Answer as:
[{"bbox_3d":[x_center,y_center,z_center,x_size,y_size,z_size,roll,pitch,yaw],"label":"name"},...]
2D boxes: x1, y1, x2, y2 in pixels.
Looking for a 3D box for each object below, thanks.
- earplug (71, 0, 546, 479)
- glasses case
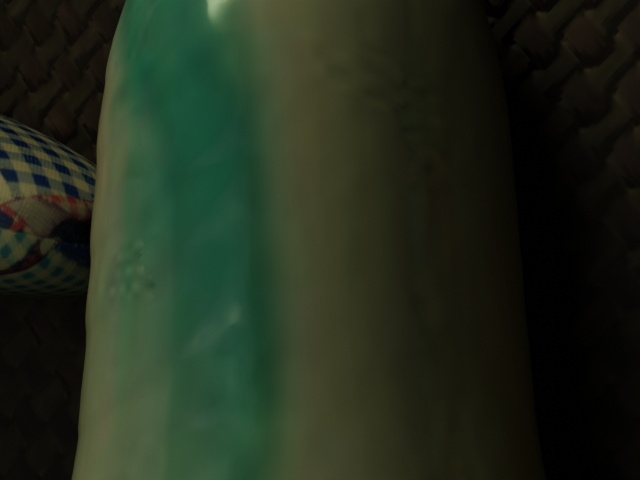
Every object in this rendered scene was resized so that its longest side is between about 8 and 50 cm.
[{"bbox_3d":[0.000,0.000,0.662,0.185,0.185,0.324,-14,66,36],"label":"earplug"},{"bbox_3d":[-0.211,-0.041,0.846,0.327,0.125,0.076,19,95,39],"label":"glasses case"}]
